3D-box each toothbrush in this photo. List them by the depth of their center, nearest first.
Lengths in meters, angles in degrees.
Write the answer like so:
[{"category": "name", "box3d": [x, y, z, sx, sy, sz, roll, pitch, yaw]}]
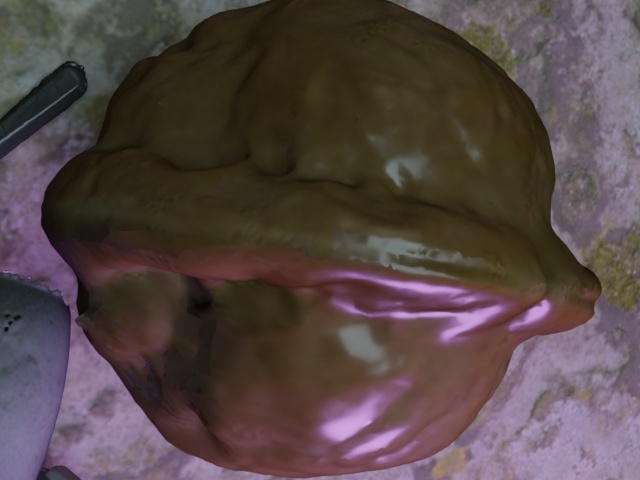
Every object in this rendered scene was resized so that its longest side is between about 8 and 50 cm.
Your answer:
[{"category": "toothbrush", "box3d": [-0.300, -0.042, 0.734, 0.297, 0.030, 0.030, -44, 106, -14]}]

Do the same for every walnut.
[{"category": "walnut", "box3d": [-0.008, -0.008, 0.686, 0.384, 0.384, 0.383, -4, 99, -24]}]

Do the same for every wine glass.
[{"category": "wine glass", "box3d": [-0.281, 0.179, 0.624, 0.191, 0.190, 0.356, 11, 73, -26]}]

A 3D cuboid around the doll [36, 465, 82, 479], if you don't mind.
[{"category": "doll", "box3d": [-0.272, 0.318, 0.748, 0.151, 0.151, 0.287, 25, 80, -26]}]
